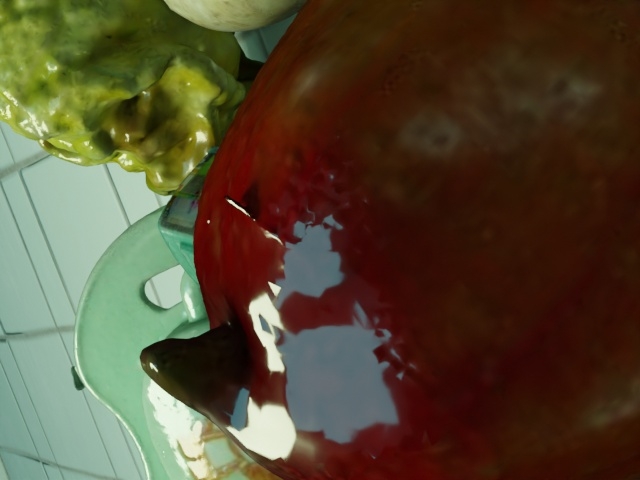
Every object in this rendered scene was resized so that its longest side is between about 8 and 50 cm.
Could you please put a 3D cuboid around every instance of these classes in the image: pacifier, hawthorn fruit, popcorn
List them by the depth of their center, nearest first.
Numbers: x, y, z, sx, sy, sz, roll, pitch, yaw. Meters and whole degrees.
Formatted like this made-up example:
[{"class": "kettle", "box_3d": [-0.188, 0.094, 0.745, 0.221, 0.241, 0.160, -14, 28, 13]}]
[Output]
[{"class": "hawthorn fruit", "box_3d": [0.090, -0.005, 0.627, 0.295, 0.311, 0.295, 25, 162, 9]}, {"class": "popcorn", "box_3d": [-0.164, -0.135, 0.993, 0.286, 0.174, 0.225, 30, -170, -8]}, {"class": "pacifier", "box_3d": [-0.035, 0.113, 1.091, 0.269, 0.288, 0.343, -72, -38, -76]}]

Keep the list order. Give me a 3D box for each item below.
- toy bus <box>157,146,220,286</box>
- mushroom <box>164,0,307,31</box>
[{"class": "toy bus", "box_3d": [0.000, 0.000, 0.870, 0.261, 0.109, 0.091, 12, 143, 48]}, {"class": "mushroom", "box_3d": [-0.075, -0.260, 0.858, 0.255, 0.184, 0.255, 49, 158, 28]}]
